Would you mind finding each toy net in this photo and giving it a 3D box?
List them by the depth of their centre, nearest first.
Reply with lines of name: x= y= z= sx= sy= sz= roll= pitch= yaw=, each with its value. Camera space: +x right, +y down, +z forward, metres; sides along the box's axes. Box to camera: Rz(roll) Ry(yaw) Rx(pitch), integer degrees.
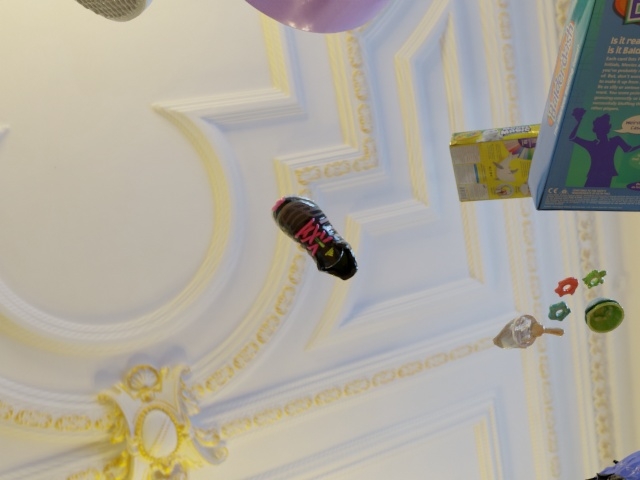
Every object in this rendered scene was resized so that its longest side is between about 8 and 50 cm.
toy net: x=0.424 y=0.142 z=1.177 sx=0.232 sy=0.045 sz=0.122 roll=-25 pitch=-60 yaw=10

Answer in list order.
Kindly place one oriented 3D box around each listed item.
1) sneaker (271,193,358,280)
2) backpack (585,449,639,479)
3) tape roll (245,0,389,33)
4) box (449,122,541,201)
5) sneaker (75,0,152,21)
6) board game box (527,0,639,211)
sneaker: x=0.000 y=0.000 z=0.907 sx=0.063 sy=0.075 sz=0.170 roll=-42 pitch=-52 yaw=4
backpack: x=0.300 y=0.255 z=0.615 sx=0.120 sy=0.101 sz=0.098 roll=-31 pitch=-88 yaw=-5
tape roll: x=-0.007 y=-0.390 z=0.766 sx=0.275 sy=0.090 sz=0.275 roll=8 pitch=-108 yaw=-24
box: x=0.284 y=-0.113 z=0.933 sx=0.043 sy=0.179 sz=0.105 roll=-65 pitch=-35 yaw=-45
sneaker: x=-0.219 y=-0.359 z=0.730 sx=0.126 sy=0.321 sz=0.127 roll=27 pitch=-104 yaw=-22
board game box: x=0.252 y=-0.114 z=0.464 sx=0.160 sy=0.047 sz=0.210 roll=2 pitch=-48 yaw=2
